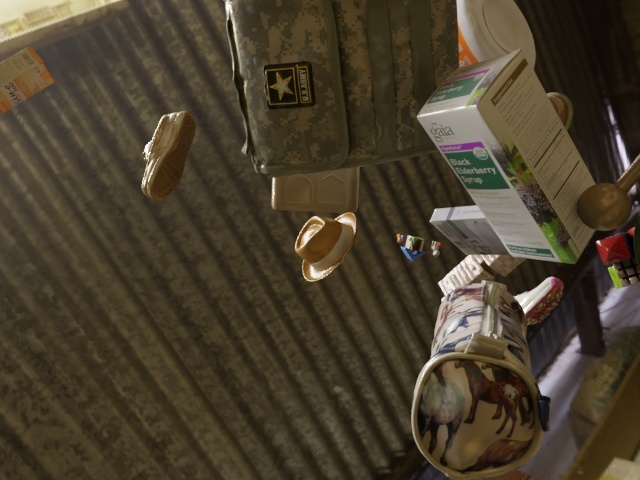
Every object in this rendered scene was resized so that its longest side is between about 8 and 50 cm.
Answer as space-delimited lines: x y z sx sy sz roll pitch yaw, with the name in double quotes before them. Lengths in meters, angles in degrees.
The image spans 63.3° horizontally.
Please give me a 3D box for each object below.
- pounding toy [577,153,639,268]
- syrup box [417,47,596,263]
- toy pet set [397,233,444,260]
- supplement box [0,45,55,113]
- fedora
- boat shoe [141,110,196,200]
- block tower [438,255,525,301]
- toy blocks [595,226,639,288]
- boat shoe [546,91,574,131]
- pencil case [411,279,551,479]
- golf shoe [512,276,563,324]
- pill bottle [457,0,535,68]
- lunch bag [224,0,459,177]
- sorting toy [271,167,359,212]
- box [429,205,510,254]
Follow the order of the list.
"pounding toy" 0.400 -0.006 0.509 0.237 0.183 0.110 42 -152 4
"syrup box" 0.225 -0.088 0.598 0.237 0.093 0.096 47 -109 -24
"toy pet set" 0.254 0.024 1.404 0.122 0.114 0.065 11 -86 -10
"supplement box" -0.476 -0.249 0.810 0.098 0.062 0.036 -40 -93 -16
"fedora" 0.000 0.000 1.181 0.079 0.194 0.194 33 -111 -24
"boat shoe" -0.259 -0.140 0.855 0.063 0.059 0.170 69 -149 -56
"block tower" 0.513 0.080 1.607 0.091 0.097 0.335 29 -65 -30
"toy blocks" 0.665 -0.005 0.915 0.260 0.381 0.191 -2 -109 -45
"boat shoe" 0.522 -0.208 1.305 0.119 0.122 0.324 -19 -55 -45
"pencil case" 0.243 0.176 0.789 0.184 0.159 0.410 -68 -13 15
"golf shoe" 0.552 0.200 1.483 0.115 0.306 0.140 9 -145 -41
"pill bottle" 0.232 -0.353 1.128 0.224 0.392 0.224 14 -115 -33
"lunch bag" 0.025 -0.220 0.680 0.286 0.169 0.235 -12 -68 -11
"sorting toy" -0.010 -0.229 1.355 0.228 0.041 0.308 3 -87 5
"box" 0.343 -0.019 1.077 0.145 0.186 0.038 36 -110 -29
